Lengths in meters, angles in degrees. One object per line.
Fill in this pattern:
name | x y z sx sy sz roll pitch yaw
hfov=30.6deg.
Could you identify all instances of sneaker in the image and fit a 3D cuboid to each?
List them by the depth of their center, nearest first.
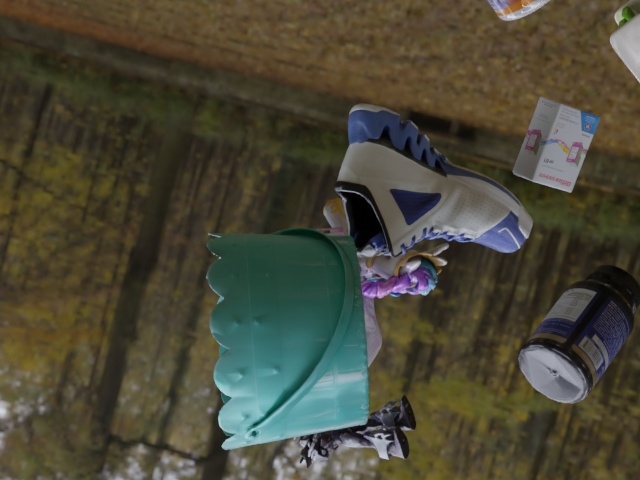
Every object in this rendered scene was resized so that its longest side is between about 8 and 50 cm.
sneaker | 0.132 -0.036 1.640 0.315 0.182 0.127 31 166 -26

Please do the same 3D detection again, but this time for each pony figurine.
pony figurine | 0.036 0.075 2.274 0.363 0.351 0.303 25 147 55

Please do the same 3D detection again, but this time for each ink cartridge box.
ink cartridge box | 0.349 -0.141 1.733 0.088 0.123 0.052 12 -166 -34

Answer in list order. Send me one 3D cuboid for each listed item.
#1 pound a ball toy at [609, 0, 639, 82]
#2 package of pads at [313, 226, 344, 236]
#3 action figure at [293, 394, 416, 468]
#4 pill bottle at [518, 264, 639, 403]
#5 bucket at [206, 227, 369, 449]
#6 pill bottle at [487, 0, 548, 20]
pound a ball toy | 0.568 -0.219 1.708 0.319 0.135 0.208 48 -149 -10
package of pads | 0.000 0.000 2.101 0.083 0.032 0.050 -6 159 -11
action figure | 0.063 0.410 2.503 0.285 0.099 0.185 -12 -151 31
pill bottle | 0.412 0.139 1.823 0.122 0.123 0.219 17 -133 36
bucket | -0.042 0.117 1.460 0.183 0.281 0.281 -5 -176 -4
pill bottle | 0.241 -0.421 1.610 0.216 0.121 0.121 51 170 -18
